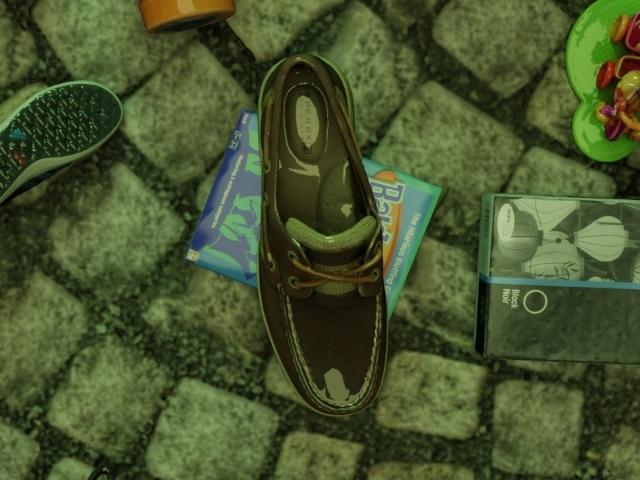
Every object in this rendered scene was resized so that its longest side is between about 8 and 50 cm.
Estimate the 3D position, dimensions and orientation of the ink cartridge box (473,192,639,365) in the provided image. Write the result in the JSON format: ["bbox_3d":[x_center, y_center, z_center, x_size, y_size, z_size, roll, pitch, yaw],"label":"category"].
[{"bbox_3d":[0.323,0.040,1.027,0.332,0.065,0.165,1,94,-3],"label":"ink cartridge box"}]

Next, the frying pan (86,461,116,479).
[{"bbox_3d":[-0.315,0.368,1.037,0.197,0.053,0.326,6,92,-2],"label":"frying pan"}]

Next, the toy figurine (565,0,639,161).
[{"bbox_3d":[0.305,-0.157,0.961,0.130,0.159,0.173,18,94,-3],"label":"toy figurine"}]

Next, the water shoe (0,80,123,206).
[{"bbox_3d":[-0.285,-0.088,0.994,0.203,0.080,0.073,-36,99,-24],"label":"water shoe"}]

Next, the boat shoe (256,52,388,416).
[{"bbox_3d":[0.000,0.000,0.932,0.123,0.123,0.342,-4,95,-2],"label":"boat shoe"}]

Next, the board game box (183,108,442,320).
[{"bbox_3d":[-0.008,-0.017,1.018,0.210,0.047,0.160,21,93,-4],"label":"board game box"}]

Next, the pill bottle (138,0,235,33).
[{"bbox_3d":[-0.146,-0.318,0.948,0.130,0.130,0.246,-13,95,-1],"label":"pill bottle"}]
